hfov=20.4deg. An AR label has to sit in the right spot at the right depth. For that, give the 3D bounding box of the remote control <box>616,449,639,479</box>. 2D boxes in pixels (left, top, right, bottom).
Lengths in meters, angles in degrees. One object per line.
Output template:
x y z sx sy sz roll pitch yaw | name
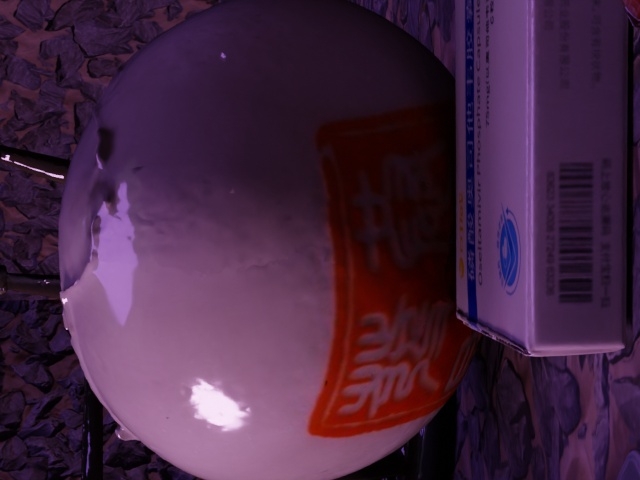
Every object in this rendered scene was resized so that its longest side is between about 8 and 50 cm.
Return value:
0.168 0.253 0.997 0.313 0.055 0.109 102 159 -43 | remote control

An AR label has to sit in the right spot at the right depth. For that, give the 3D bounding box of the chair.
-0.106 0.135 1.658 0.362 0.410 0.364 110 158 -67 | chair

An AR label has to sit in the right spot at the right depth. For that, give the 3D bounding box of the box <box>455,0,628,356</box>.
0.135 -0.109 1.122 0.200 0.065 0.343 -158 68 -81 | box

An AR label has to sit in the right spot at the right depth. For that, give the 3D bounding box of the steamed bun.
0.000 0.000 1.302 0.374 0.241 0.374 -2 -88 -55 | steamed bun

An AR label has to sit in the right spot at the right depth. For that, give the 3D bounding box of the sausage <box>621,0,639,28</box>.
0.184 -0.197 0.726 0.274 0.074 0.074 99 168 -53 | sausage
